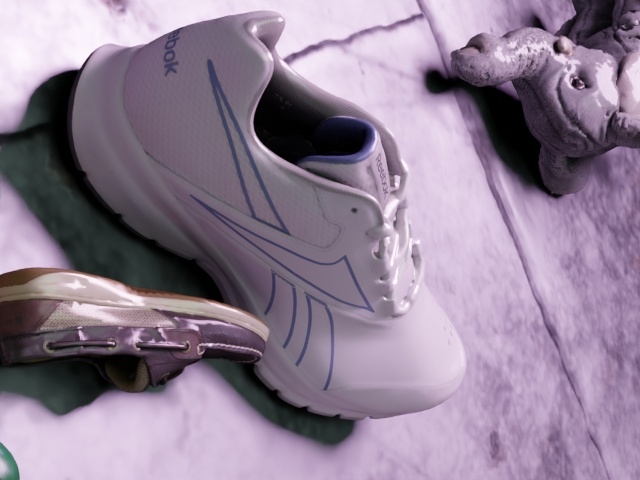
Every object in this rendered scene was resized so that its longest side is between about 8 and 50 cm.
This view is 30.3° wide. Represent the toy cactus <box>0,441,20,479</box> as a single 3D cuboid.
[{"bbox_3d":[-0.165,0.071,0.439,0.219,0.112,0.180,42,24,-40],"label":"toy cactus"}]

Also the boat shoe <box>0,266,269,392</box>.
[{"bbox_3d":[-0.090,0.050,0.573,0.152,0.056,0.049,14,71,-38],"label":"boat shoe"}]

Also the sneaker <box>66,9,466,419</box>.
[{"bbox_3d":[0.000,0.000,0.639,0.297,0.129,0.111,45,44,-33],"label":"sneaker"}]

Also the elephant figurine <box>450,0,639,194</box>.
[{"bbox_3d":[0.225,-0.117,0.973,0.239,0.186,0.169,-49,159,-37],"label":"elephant figurine"}]
